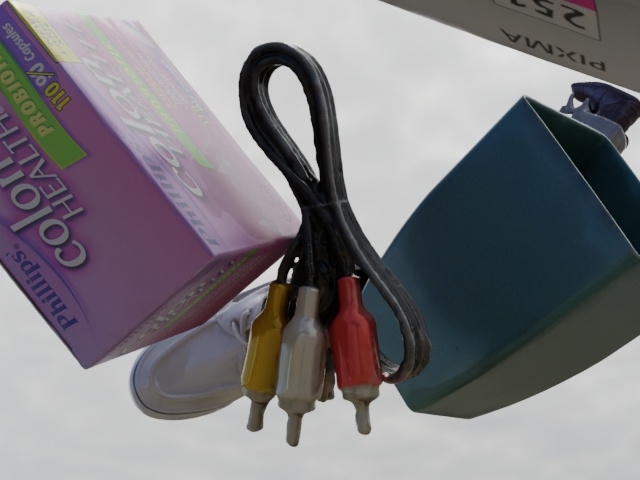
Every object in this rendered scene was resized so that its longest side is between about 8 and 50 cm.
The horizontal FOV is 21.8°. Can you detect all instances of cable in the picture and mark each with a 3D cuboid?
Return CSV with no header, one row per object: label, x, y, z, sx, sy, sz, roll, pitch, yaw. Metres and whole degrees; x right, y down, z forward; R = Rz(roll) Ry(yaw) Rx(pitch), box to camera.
cable,0.000,0.000,1.176,0.139,0.287,0.072,-3,5,29

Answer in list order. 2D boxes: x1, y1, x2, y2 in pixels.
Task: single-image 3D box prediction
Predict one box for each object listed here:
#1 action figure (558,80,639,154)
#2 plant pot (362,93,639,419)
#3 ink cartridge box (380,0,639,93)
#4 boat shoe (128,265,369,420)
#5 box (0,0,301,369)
action figure,0.210,-0.015,1.567,0.099,0.285,0.185,17,-32,25
plant pot,0.155,0.034,1.345,0.234,0.165,0.166,-42,-28,19
ink cartridge box,0.057,-0.140,0.836,0.275,0.060,0.239,22,-9,17
boat shoe,-0.048,0.075,1.440,0.258,0.095,0.084,-28,-5,-12
box,-0.143,-0.043,1.150,0.117,0.213,0.243,-41,-6,14
